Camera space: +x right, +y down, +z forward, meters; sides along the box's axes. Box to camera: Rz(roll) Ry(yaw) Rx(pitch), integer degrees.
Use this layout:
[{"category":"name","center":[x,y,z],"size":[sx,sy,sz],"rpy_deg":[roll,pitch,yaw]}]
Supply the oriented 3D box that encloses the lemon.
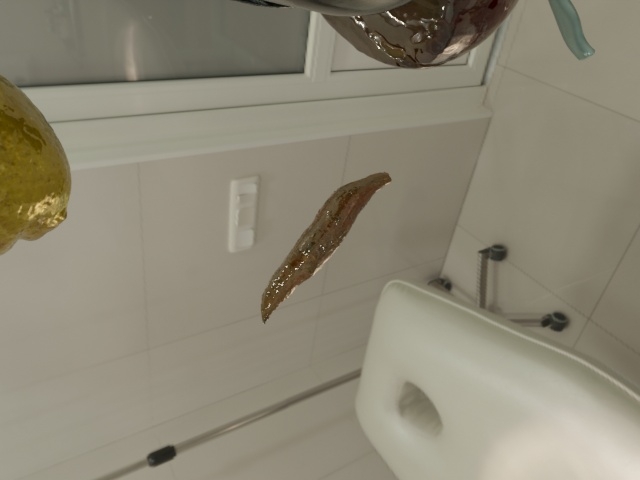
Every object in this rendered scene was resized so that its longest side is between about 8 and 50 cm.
[{"category":"lemon","center":[-0.316,-0.069,0.444],"size":[0.170,0.170,0.207],"rpy_deg":[20,155,54]}]

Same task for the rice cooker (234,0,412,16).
[{"category":"rice cooker","center":[-0.012,-0.282,0.350],"size":[0.224,0.267,0.268],"rpy_deg":[27,125,38]}]

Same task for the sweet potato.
[{"category":"sweet potato","center":[0.000,0.000,0.850],"size":[0.066,0.314,0.072],"rpy_deg":[37,171,2]}]

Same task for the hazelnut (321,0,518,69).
[{"category":"hazelnut","center":[0.109,-0.311,0.584],"size":[0.233,0.218,0.218],"rpy_deg":[32,133,14]}]

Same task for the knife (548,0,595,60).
[{"category":"knife","center":[0.212,-0.239,0.489],"size":[0.015,0.210,0.028],"rpy_deg":[-48,40,6]}]
